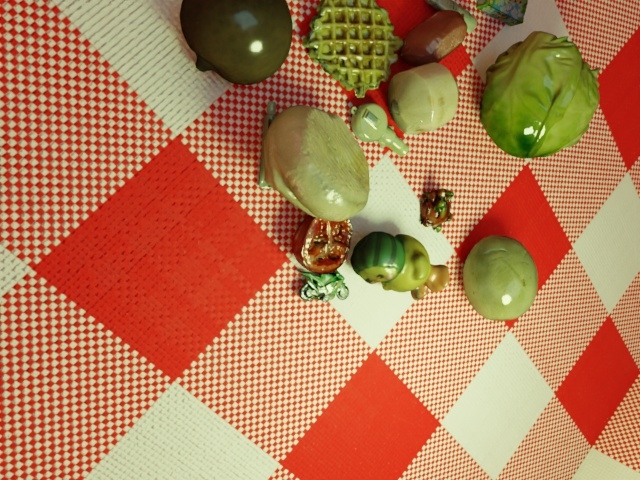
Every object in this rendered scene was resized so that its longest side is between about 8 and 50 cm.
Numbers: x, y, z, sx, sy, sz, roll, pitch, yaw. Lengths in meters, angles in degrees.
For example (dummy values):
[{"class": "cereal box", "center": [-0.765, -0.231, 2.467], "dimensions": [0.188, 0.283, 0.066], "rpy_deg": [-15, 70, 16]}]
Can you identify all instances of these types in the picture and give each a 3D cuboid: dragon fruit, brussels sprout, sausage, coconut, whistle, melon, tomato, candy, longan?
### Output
[{"class": "dragon fruit", "center": [0.418, -0.118, 1.757], "dimensions": [0.142, 0.175, 0.138], "rpy_deg": [36, 68, 3]}, {"class": "brussels sprout", "center": [0.765, -0.475, 1.741], "dimensions": [0.425, 0.342, 0.361], "rpy_deg": [34, 81, -28]}, {"class": "sausage", "center": [0.383, -0.668, 1.624], "dimensions": [0.254, 0.148, 0.148], "rpy_deg": [-45, 115, -12]}, {"class": "coconut", "center": [0.319, -0.452, 1.578], "dimensions": [0.241, 0.241, 0.241], "rpy_deg": [-5, 100, -27]}, {"class": "whistle", "center": [0.197, -0.362, 1.616], "dimensions": [0.258, 0.067, 0.126], "rpy_deg": [32, 84, -31]}, {"class": "melon", "center": [0.672, 0.135, 1.838], "dimensions": [0.268, 0.268, 0.331], "rpy_deg": [8, 72, -29]}, {"class": "tomato", "center": [-0.004, 0.001, 1.550], "dimensions": [0.227, 0.101, 0.228], "rpy_deg": [-12, 108, -40]}, {"class": "candy", "center": [0.666, -0.868, 1.786], "dimensions": [0.194, 0.062, 0.097], "rpy_deg": [9, 95, -29]}, {"class": "longan", "center": [-0.219, -0.542, 1.271], "dimensions": [0.299, 0.243, 0.300], "rpy_deg": [-3, 129, -3]}]

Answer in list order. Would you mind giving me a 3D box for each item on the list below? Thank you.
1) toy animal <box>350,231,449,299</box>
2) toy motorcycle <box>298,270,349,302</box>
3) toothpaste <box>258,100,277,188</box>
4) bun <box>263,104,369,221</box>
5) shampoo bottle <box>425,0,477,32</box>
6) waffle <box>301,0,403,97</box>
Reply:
[{"class": "toy animal", "center": [0.258, 0.072, 1.653], "dimensions": [0.338, 0.216, 0.191], "rpy_deg": [20, 62, -26]}, {"class": "toy motorcycle", "center": [0.016, 0.146, 1.599], "dimensions": [0.190, 0.074, 0.106], "rpy_deg": [2, 90, -30]}, {"class": "toothpaste", "center": [-0.151, -0.283, 1.458], "dimensions": [0.067, 0.037, 0.256], "rpy_deg": [-5, 104, -33]}, {"class": "bun", "center": [-0.022, -0.206, 1.395], "dimensions": [0.365, 0.219, 0.365], "rpy_deg": [33, 40, -33]}, {"class": "shampoo bottle", "center": [0.453, -0.794, 1.688], "dimensions": [0.212, 0.049, 0.072], "rpy_deg": [19, 64, -28]}, {"class": "waffle", "center": [0.106, -0.620, 1.523], "dimensions": [0.317, 0.073, 0.297], "rpy_deg": [40, 80, -25]}]
